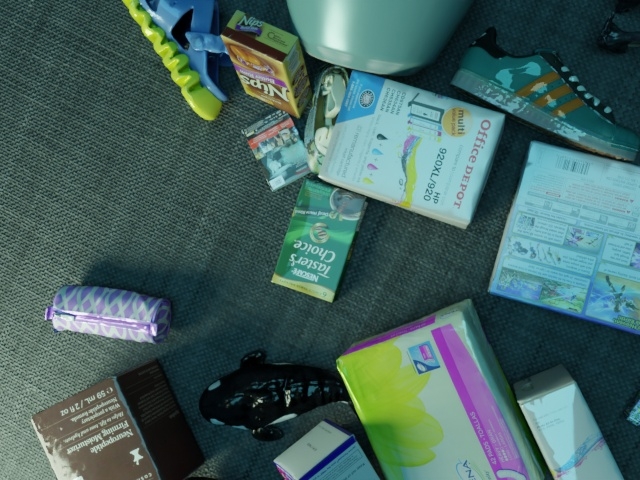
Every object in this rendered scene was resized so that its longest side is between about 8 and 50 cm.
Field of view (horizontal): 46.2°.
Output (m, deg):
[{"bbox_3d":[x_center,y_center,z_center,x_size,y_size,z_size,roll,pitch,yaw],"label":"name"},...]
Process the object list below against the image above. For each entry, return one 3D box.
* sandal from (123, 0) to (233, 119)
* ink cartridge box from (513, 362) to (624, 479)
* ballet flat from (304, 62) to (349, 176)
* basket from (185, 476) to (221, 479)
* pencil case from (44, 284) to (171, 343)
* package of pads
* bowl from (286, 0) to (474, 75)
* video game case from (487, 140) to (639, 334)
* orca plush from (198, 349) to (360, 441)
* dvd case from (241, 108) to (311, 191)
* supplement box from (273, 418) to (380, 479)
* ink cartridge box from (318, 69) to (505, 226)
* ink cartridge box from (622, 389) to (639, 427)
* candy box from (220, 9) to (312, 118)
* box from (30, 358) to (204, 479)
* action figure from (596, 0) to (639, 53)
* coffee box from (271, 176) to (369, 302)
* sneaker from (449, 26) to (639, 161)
[{"bbox_3d":[-0.224,-0.361,1.243,0.138,0.126,0.317,-34,93,5],"label":"sandal"},{"bbox_3d":[0.373,0.304,1.110,0.093,0.154,0.212,-27,85,9],"label":"ink cartridge box"},{"bbox_3d":[0.013,-0.197,1.215,0.070,0.070,0.188,2,92,10],"label":"ballet flat"},{"bbox_3d":[-0.201,0.517,1.220,0.204,0.154,0.227,17,88,-15],"label":"basket"},{"bbox_3d":[-0.359,0.125,1.279,0.206,0.088,0.086,5,93,10],"label":"pencil case"},{"bbox_3d":[0.178,0.267,1.144,0.229,0.101,0.296,-24,91,22],"label":"package of pads"},{"bbox_3d":[0.077,-0.346,1.116,0.312,0.311,0.163,15,113,10],"label":"bowl"},{"bbox_3d":[0.420,-0.001,1.148,0.269,0.061,0.244,16,92,10],"label":"video game case"},{"bbox_3d":[-0.070,0.267,1.218,0.287,0.102,0.151,8,92,10],"label":"orca plush"},{"bbox_3d":[-0.069,-0.154,1.262,0.087,0.013,0.119,-28,84,9],"label":"dvd case"},{"bbox_3d":[0.041,0.404,1.150,0.114,0.111,0.220,-35,102,-18],"label":"supplement box"},{"bbox_3d":[0.144,-0.134,1.143,0.233,0.168,0.171,19,93,10],"label":"ink cartridge box"},{"bbox_3d":[0.523,0.241,1.146,0.063,0.029,0.115,33,96,9],"label":"ink cartridge box"},{"bbox_3d":[-0.078,-0.270,1.170,0.109,0.186,0.053,27,80,14],"label":"candy box"},{"bbox_3d":[-0.328,0.328,1.233,0.168,0.167,0.203,-27,86,9],"label":"box"},{"bbox_3d":[0.547,-0.289,1.070,0.276,0.141,0.164,25,95,21],"label":"action figure"},{"bbox_3d":[0.000,0.000,1.235,0.113,0.040,0.184,20,94,10],"label":"coffee box"},{"bbox_3d":[0.354,-0.224,1.136,0.302,0.108,0.121,29,99,10],"label":"sneaker"}]
